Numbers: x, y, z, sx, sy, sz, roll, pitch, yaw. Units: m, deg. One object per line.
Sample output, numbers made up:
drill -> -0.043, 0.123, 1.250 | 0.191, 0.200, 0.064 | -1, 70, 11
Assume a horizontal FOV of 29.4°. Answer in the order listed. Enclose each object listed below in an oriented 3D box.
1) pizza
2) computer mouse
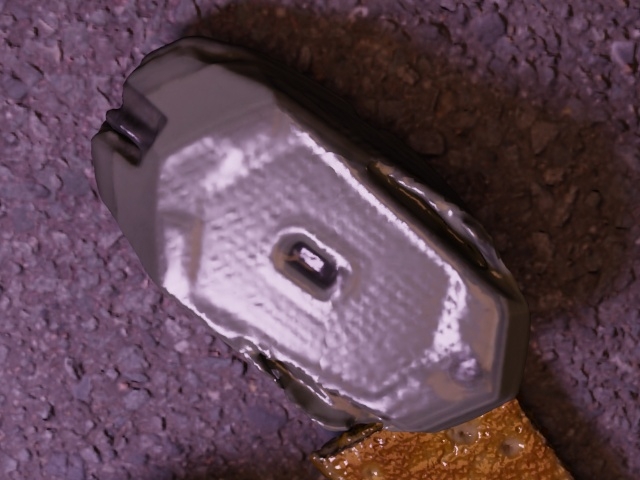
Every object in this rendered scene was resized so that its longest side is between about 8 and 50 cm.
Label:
pizza -> 0.138, 0.198, 1.157 | 0.292, 0.058, 0.197 | 8, 105, -1
computer mouse -> -0.001, -0.002, 1.068 | 0.429, 0.145, 0.228 | 37, 112, 5
